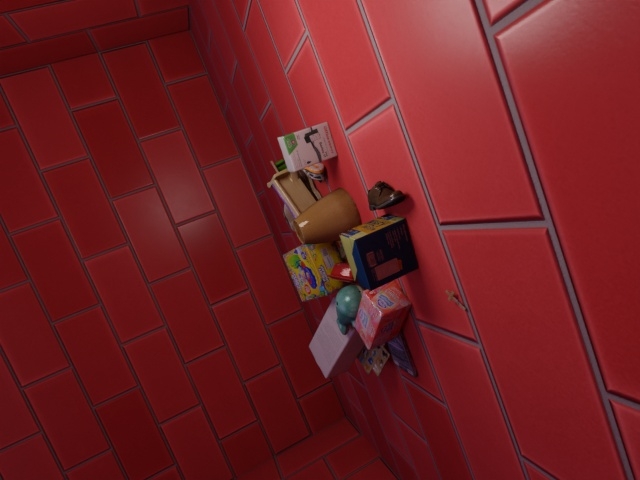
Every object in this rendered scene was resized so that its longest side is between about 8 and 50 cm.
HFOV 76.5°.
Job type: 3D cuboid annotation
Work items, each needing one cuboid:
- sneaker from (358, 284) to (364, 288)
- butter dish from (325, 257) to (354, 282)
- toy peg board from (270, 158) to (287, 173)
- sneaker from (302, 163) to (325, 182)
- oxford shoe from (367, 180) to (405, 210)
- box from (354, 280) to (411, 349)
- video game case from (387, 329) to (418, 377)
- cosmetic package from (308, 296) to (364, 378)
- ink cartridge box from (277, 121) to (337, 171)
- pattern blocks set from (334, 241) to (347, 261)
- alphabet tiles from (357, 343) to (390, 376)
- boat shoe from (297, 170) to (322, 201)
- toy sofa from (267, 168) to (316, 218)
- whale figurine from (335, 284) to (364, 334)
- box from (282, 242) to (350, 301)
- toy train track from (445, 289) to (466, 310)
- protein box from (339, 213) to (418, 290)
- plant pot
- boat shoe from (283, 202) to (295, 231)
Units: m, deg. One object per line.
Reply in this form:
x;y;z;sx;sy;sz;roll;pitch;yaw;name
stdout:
0.216;0.205;1.893;0.178;0.077;0.072;63;165;12;sneaker
0.131;0.142;1.983;0.160;0.160;0.118;7;84;31;butter dish
-0.224;-0.411;2.521;0.161;0.079;0.160;60;179;27;toy peg board
-0.043;-0.340;1.975;0.215;0.084;0.083;44;158;54;sneaker
0.212;-0.156;1.386;0.227;0.083;0.096;-175;67;-72;oxford shoe
0.257;0.321;1.732;0.142;0.154;0.299;57;156;34;box
0.361;0.492;1.921;0.273;0.026;0.196;70;164;-8;video game case
0.113;0.527;2.236;0.230;0.162;0.452;56;137;36;cosmetic package
-0.052;-0.390;1.693;0.087;0.209;0.152;21;133;65;ink cartridge box
0.102;0.026;2.111;0.285;0.026;0.325;66;164;4;pattern blocks set
0.248;0.544;2.188;0.342;0.011;0.284;52;134;43;alphabet tiles
-0.079;-0.279;2.150;0.257;0.095;0.095;60;163;25;boat shoe
-0.104;-0.174;2.020;0.362;0.150;0.177;55;149;6;toy sofa
0.123;0.336;1.946;0.271;0.141;0.216;-66;33;36;whale figurine
-0.023;0.153;2.187;0.279;0.177;0.289;-28;84;57;box
0.429;0.186;1.279;0.083;0.014;0.048;50;151;32;toy train track
0.208;0.038;1.444;0.136;0.201;0.199;25;136;68;protein box
0.016;-0.084;1.819;0.237;0.255;0.237;59;163;30;plant pot
-0.192;-0.188;2.637;0.091;0.109;0.304;48;160;38;boat shoe
